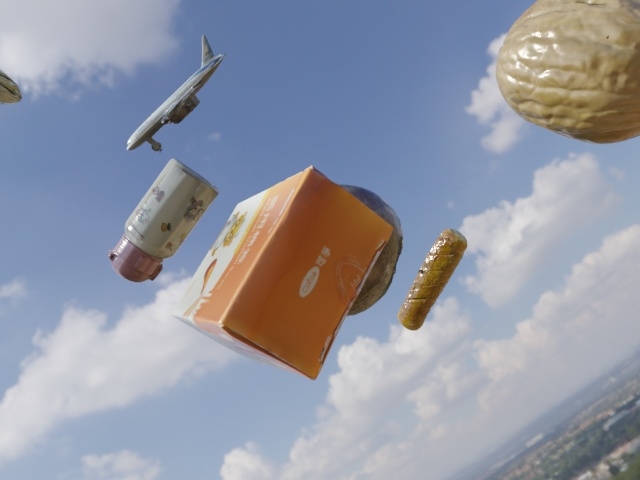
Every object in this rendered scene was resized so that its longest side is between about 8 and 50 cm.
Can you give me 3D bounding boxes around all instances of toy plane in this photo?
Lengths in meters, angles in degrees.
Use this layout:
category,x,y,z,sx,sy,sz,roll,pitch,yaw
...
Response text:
category,x,y,z,sx,sy,sz,roll,pitch,yaw
toy plane,-0.232,-0.227,1.035,0.226,0.058,0.226,-55,18,0

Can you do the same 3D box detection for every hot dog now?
category,x,y,z,sx,sy,sz,roll,pitch,yaw
hot dog,0.270,0.102,1.548,0.061,0.088,0.285,-32,-35,-62

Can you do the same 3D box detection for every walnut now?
category,x,y,z,sx,sy,sz,roll,pitch,yaw
walnut,0.372,-0.245,0.881,0.225,0.261,0.224,-31,-49,-43

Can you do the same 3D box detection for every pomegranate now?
category,x,y,z,sx,sy,sz,roll,pitch,yaw
pomegranate,0.000,0.000,1.332,0.285,0.341,0.284,20,-90,-79

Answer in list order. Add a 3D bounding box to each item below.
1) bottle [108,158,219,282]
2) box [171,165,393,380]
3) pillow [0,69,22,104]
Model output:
category,x,y,z,sx,sy,sz,roll,pitch,yaw
bottle,-0.294,-0.028,1.162,0.233,0.110,0.110,-55,-25,1
box,-0.069,0.050,0.886,0.224,0.143,0.341,-61,16,-15
pillow,-0.684,-0.316,1.251,0.134,0.181,0.077,36,-106,-45
